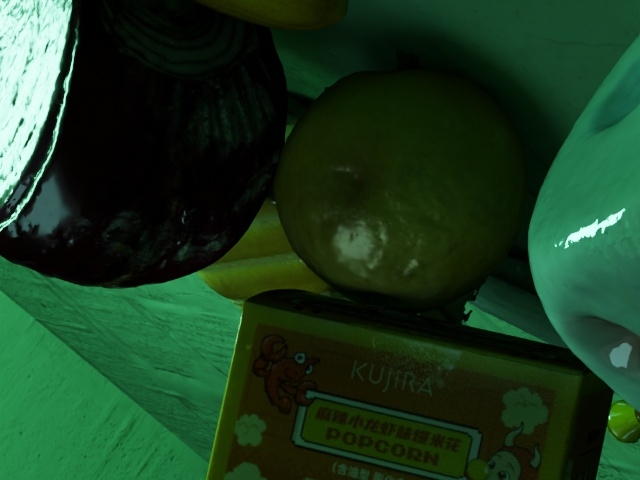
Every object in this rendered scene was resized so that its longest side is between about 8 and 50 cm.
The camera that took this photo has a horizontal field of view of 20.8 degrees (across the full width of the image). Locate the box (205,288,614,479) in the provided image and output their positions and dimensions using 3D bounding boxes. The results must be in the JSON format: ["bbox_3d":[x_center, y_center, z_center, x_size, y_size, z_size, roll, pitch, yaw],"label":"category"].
[{"bbox_3d":[0.083,0.170,1.463,0.283,0.214,0.259,11,178,16],"label":"box"}]

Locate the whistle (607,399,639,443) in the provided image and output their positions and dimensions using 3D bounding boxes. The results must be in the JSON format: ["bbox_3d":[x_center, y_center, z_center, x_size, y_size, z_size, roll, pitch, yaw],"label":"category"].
[{"bbox_3d":[0.337,0.180,1.754,0.057,0.046,0.109,51,155,-4],"label":"whistle"}]

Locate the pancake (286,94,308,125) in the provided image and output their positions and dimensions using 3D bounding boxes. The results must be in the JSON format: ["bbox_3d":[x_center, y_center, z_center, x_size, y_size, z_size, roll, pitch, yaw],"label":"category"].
[{"bbox_3d":[-0.001,-0.061,1.722,0.242,0.050,0.242,33,163,11],"label":"pancake"}]

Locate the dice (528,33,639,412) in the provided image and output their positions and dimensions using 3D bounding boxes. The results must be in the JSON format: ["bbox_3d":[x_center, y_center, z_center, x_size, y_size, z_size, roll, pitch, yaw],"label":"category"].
[{"bbox_3d":[0.291,-0.018,0.935,0.268,0.265,0.262,38,162,-7],"label":"dice"}]

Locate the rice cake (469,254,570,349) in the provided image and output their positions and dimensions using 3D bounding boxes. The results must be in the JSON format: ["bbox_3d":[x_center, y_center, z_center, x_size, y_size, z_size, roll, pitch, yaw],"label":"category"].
[{"bbox_3d":[0.209,0.059,1.672,0.211,0.038,0.124,23,160,35],"label":"rice cake"}]

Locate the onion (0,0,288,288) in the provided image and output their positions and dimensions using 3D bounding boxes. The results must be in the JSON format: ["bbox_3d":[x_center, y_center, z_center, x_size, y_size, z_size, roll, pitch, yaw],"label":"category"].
[{"bbox_3d":[-0.155,-0.123,1.463,0.260,0.337,0.282,11,133,-30],"label":"onion"}]

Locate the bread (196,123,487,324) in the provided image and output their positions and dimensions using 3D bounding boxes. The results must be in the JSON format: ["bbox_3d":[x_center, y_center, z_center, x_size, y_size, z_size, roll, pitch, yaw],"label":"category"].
[{"bbox_3d":[0.000,0.000,1.634,0.246,0.111,0.239,-9,139,46],"label":"bread"}]

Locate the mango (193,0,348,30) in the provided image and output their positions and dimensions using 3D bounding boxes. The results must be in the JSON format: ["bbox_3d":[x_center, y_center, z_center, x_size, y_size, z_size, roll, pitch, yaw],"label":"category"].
[{"bbox_3d":[-0.068,-0.234,1.317,0.217,0.102,0.141,34,138,-9],"label":"mango"}]

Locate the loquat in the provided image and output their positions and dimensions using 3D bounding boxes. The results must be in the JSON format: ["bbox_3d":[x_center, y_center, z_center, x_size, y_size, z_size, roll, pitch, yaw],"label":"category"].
[{"bbox_3d":[0.065,-0.046,1.411,0.208,0.208,0.208,31,162,11],"label":"loquat"}]
